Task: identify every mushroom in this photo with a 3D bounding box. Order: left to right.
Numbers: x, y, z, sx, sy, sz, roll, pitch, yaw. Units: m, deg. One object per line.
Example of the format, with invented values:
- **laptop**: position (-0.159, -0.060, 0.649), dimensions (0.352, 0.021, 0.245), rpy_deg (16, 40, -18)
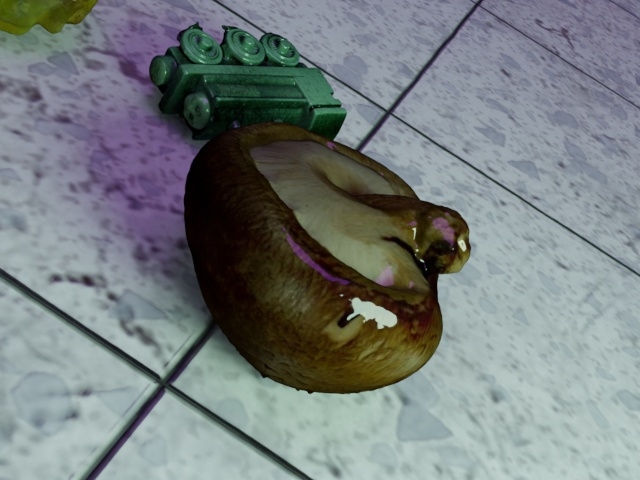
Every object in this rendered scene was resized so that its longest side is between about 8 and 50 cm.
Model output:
- **mushroom**: position (-0.005, 0.013, 0.608), dimensions (0.194, 0.138, 0.231), rpy_deg (20, 22, 6)

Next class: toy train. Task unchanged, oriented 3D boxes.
- **toy train**: position (-0.065, -0.131, 0.787), dimensions (0.170, 0.071, 0.111), rpy_deg (-8, 58, -43)

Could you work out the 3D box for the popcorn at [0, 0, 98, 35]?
- **popcorn**: position (-0.247, -0.248, 0.722), dimensions (0.142, 0.173, 0.173), rpy_deg (36, 34, 20)
